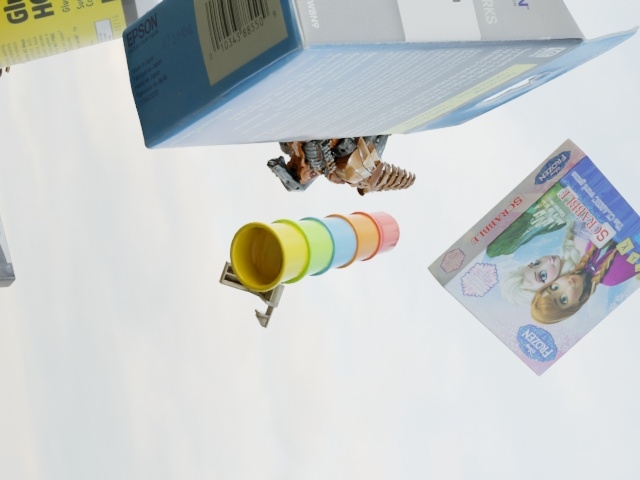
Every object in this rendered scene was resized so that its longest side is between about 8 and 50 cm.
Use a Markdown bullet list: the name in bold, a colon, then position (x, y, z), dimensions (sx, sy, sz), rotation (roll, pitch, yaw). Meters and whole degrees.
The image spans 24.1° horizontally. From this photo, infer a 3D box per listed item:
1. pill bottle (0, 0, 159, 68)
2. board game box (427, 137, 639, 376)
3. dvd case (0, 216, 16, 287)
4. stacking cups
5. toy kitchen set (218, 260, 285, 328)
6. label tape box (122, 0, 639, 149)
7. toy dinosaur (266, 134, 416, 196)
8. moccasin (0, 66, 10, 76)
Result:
- **pill bottle**: position (-0.370, -0.301, 1.761), dimensions (0.188, 0.334, 0.188), rotation (164, -90, -82)
- **board game box**: position (0.392, 0.036, 2.516), dimensions (0.319, 0.318, 0.066), rotation (41, 10, -37)
- **dvd case**: position (-0.428, -0.059, 1.560), dimensions (0.029, 0.179, 0.238), rotation (-41, -121, 45)
- **stacking cups**: position (0.000, 0.000, 2.110), dimensions (0.096, 0.316, 0.096), rotation (6, -79, 32)
- **toy kitchen set**: position (-0.101, 0.077, 2.090), dimensions (0.083, 0.075, 0.068), rotation (-148, -103, -74)
- **label tape box**: position (0.049, -0.169, 1.235), dimensions (0.249, 0.348, 0.115), rotation (-24, -102, 53)
- **toy dinosaur**: position (0.024, -0.138, 1.600), dimensions (0.218, 0.164, 0.322), rotation (-61, 168, -9)
- **moccasin**: position (-0.478, -0.258, 2.003), dimensions (0.147, 0.139, 0.380), rotation (76, 25, -74)
